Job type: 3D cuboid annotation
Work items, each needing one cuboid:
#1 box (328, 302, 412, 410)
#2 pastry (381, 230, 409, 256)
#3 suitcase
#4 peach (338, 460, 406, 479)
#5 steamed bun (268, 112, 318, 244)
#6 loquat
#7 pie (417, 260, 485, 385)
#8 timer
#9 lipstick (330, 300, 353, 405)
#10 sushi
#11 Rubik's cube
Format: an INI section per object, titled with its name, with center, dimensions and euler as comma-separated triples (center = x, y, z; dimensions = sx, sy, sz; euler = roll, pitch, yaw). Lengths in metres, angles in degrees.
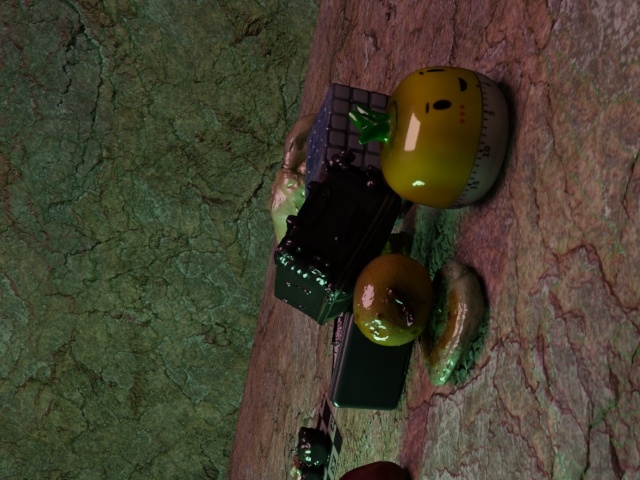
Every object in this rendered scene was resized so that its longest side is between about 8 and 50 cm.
[box]
center = 0.110, 0.251, 1.764
dimensions = 0.050, 0.160, 0.230
euler = -138, 57, -68
[pastry]
center = 0.166, 0.028, 1.905
dimensions = 0.097, 0.057, 0.109
euler = -105, 25, -58
[suitcase]
center = 0.027, 0.009, 1.728
dimensions = 0.283, 0.194, 0.434
euler = -59, -3, -16
[peach]
center = 0.099, 0.524, 1.670
dimensions = 0.152, 0.152, 0.152
euler = -171, 90, -78
[steamed bun]
center = 0.019, -0.134, 2.182
dimensions = 0.230, 0.325, 0.372
euler = 9, 73, 35
[loquat]
center = 0.137, 0.110, 1.545
dimensions = 0.204, 0.149, 0.172
euler = -35, -50, -85
[pie]
center = 0.236, 0.154, 1.517
dimensions = 0.240, 0.054, 0.241
euler = -170, 90, -80
[timer]
center = 0.179, -0.195, 1.504
dimensions = 0.285, 0.285, 0.285
euler = -171, 90, -78
[lipstick]
center = 0.066, 0.282, 2.135
dimensions = 0.081, 0.081, 0.300
euler = 139, 139, -71
[sushi]
center = -0.049, 0.662, 2.348
dimensions = 0.296, 0.100, 0.373
euler = -125, 45, -72
[Rubik's cube]
center = 0.099, -0.196, 1.947
dimensions = 0.237, 0.238, 0.237
euler = 116, 161, -57
